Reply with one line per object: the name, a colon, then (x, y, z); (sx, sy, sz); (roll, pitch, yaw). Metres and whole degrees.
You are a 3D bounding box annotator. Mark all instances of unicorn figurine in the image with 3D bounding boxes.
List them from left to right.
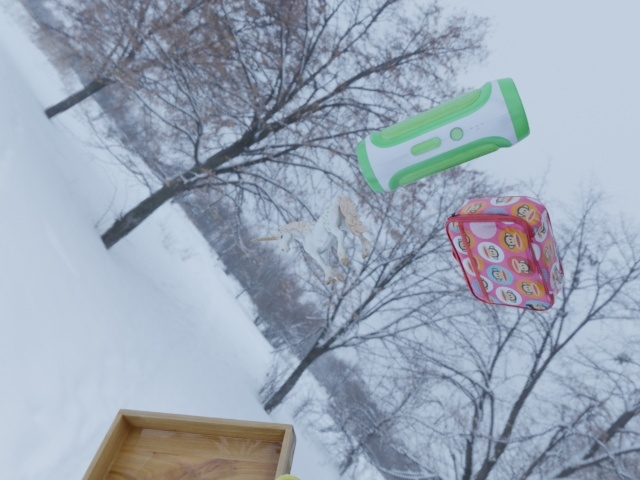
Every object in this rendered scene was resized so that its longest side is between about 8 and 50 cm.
unicorn figurine: (0.000, 0.000, 0.578); (0.060, 0.162, 0.111); (1, 55, -54)

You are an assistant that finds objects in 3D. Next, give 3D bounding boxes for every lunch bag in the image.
lunch bag: (0.440, 0.031, 1.102); (0.258, 0.120, 0.293); (4, -49, 51)

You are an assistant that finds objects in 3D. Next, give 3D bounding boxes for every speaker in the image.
speaker: (0.224, -0.191, 0.836); (0.131, 0.296, 0.131); (46, 34, -44)

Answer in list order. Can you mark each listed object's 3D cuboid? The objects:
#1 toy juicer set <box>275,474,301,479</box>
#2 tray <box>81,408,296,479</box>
toy juicer set: (0.015, 0.428, 0.439); (0.329, 0.089, 0.209); (50, 27, 5)
tray: (-0.271, 0.477, 0.920); (0.203, 0.410, 0.076); (-76, 164, -50)
